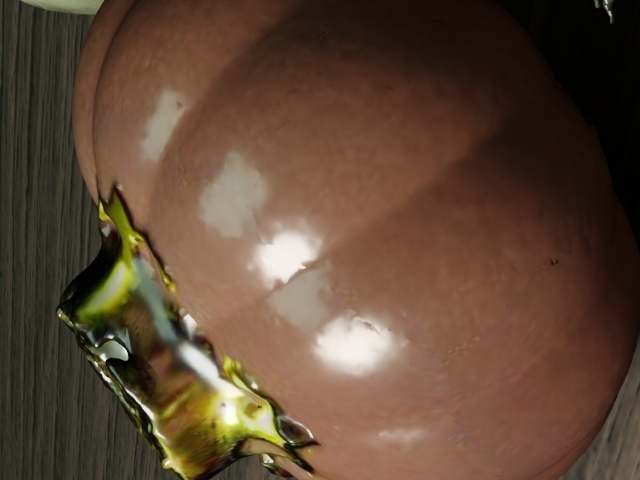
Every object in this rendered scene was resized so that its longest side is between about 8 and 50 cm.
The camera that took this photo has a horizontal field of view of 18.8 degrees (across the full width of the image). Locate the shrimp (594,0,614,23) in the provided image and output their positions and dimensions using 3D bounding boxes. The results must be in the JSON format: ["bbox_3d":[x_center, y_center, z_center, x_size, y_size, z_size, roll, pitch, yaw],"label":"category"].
[{"bbox_3d":[0.060,-0.295,0.767,0.221,0.166,0.410,-26,-61,-83],"label":"shrimp"}]

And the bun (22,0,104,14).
[{"bbox_3d":[-0.153,-0.313,1.106,0.365,0.219,0.365,44,152,31],"label":"bun"}]

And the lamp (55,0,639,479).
[{"bbox_3d":[0.000,0.000,0.879,0.305,0.239,0.305,51,168,15],"label":"lamp"}]
